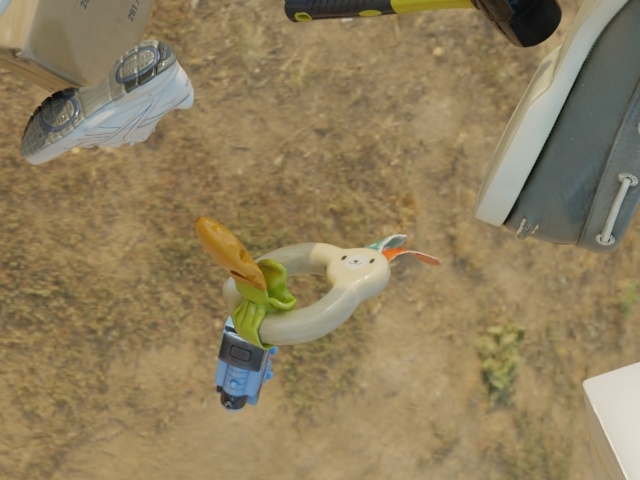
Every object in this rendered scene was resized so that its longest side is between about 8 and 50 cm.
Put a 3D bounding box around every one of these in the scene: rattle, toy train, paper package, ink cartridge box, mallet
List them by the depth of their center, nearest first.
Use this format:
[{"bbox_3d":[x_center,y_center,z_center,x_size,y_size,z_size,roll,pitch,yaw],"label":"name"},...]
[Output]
[{"bbox_3d":[0.219,0.141,0.640,0.143,0.092,0.090,67,5,-48],"label":"ink cartridge box"},{"bbox_3d":[0.048,-0.149,0.648,0.062,0.190,0.039,45,61,-50],"label":"mallet"},{"bbox_3d":[0.000,0.000,0.967,0.200,0.130,0.142,-21,108,-4],"label":"rattle"},{"bbox_3d":[-0.105,0.161,1.510,0.105,0.080,0.184,-62,170,-55],"label":"toy train"},{"bbox_3d":[-0.400,-0.404,1.676,0.309,0.168,0.324,23,82,-69],"label":"paper package"}]

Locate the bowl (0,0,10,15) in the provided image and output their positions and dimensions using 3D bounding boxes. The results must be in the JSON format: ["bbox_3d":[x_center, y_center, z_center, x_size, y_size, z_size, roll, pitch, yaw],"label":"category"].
[{"bbox_3d":[-0.423,-0.265,1.091,0.134,0.298,0.297,38,66,-34],"label":"bowl"}]

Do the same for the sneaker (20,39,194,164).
[{"bbox_3d":[-0.327,-0.186,1.667,0.129,0.297,0.111,52,17,-49],"label":"sneaker"}]

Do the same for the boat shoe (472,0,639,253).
[{"bbox_3d":[0.191,-0.114,0.584,0.099,0.319,0.116,27,41,0],"label":"boat shoe"}]
